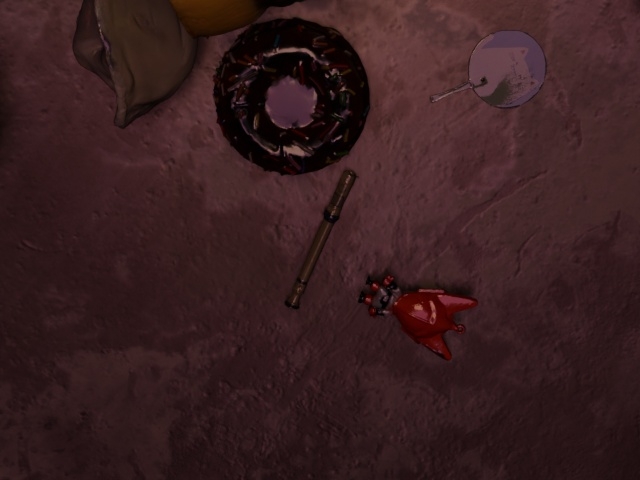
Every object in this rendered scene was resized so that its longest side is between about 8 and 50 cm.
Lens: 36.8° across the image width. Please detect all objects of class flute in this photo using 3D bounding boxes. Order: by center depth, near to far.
[{"bbox_3d":[0.000,0.000,1.459,0.027,0.027,0.233,23,106,-5],"label":"flute"}]

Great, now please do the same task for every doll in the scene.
[{"bbox_3d":[0.143,0.107,1.469,0.169,0.057,0.109,21,107,-5],"label":"doll"}]

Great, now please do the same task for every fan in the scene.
[{"bbox_3d":[0.241,-0.236,1.394,0.175,0.005,0.113,-21,104,7],"label":"fan"}]

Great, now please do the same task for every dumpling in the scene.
[{"bbox_3d":[-0.262,-0.289,1.282,0.175,0.227,0.243,-25,95,13],"label":"dumpling"}]

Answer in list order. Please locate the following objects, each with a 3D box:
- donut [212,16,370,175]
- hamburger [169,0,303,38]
[{"bbox_3d":[-0.044,-0.198,1.372,0.235,0.089,0.235,0,108,1],"label":"donut"},{"bbox_3d":[-0.103,-0.458,1.165,0.278,0.395,0.395,-23,104,8],"label":"hamburger"}]
